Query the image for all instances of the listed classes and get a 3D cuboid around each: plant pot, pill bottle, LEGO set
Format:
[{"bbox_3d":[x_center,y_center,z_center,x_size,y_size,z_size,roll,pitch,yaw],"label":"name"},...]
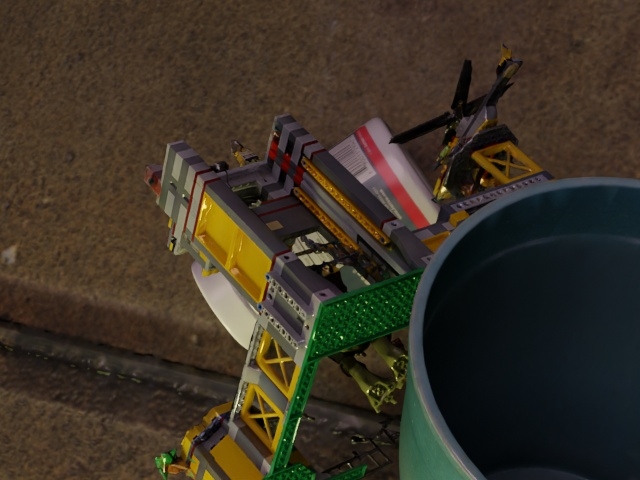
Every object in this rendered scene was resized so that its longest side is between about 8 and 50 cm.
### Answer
[{"bbox_3d":[0.165,0.144,1.074,0.272,0.255,0.271,5,51,-6],"label":"plant pot"},{"bbox_3d":[0.000,0.000,1.319,0.180,0.108,0.108,-34,61,7],"label":"pill bottle"},{"bbox_3d":[0.016,0.024,1.178,0.331,0.255,0.192,-24,52,-29],"label":"LEGO set"}]
